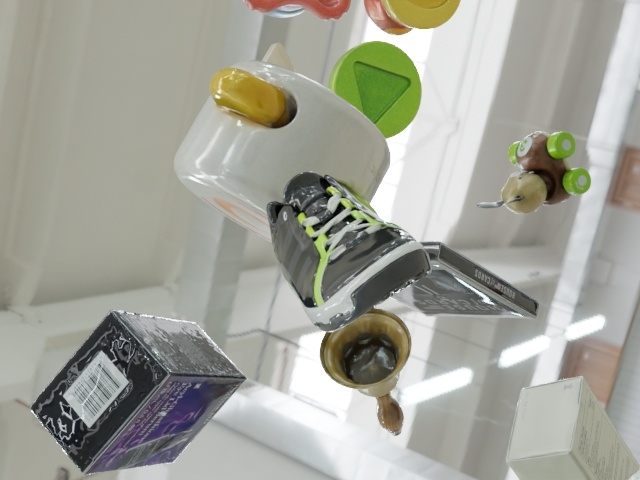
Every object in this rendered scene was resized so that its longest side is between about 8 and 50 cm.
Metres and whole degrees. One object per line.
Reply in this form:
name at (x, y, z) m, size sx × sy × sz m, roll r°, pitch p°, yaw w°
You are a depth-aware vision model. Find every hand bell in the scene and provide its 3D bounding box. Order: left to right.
hand bell at (0.088, 0.215, 1.355) m, size 0.126 × 0.126 × 0.242 m, roll -55°, pitch -34°, yaw -26°

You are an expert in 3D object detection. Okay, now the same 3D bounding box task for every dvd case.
dvd case at (0.145, 0.054, 1.224) m, size 0.239 × 0.179 × 0.029 m, roll 29°, pitch -113°, yaw -43°

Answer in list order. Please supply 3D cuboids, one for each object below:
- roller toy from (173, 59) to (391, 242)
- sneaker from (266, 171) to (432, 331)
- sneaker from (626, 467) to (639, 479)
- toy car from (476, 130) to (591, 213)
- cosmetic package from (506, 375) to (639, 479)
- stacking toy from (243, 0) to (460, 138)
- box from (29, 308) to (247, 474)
roller toy at (-0.036, -0.084, 0.945) m, size 0.209 × 0.191 × 0.146 m, roll 31°, pitch -99°, yaw -15°
sneaker at (0.000, 0.000, 0.686) m, size 0.084 × 0.235 × 0.097 m, roll -31°, pitch -81°, yaw -13°
sneaker at (0.380, 0.314, 1.156) m, size 0.080 × 0.094 × 0.212 m, roll 7°, pitch -76°, yaw -57°
toy car at (0.394, -0.112, 1.846) m, size 0.188 × 0.155 × 0.149 m, roll -30°, pitch -80°, yaw -22°
cosmetic package at (0.424, 0.383, 1.511) m, size 0.309 × 0.113 × 0.160 m, roll 54°, pitch -142°, yaw -22°
stacking toy at (0.014, -0.288, 1.294) m, size 0.309 × 0.130 × 0.279 m, roll 11°, pitch -89°, yaw -22°
box at (-0.206, 0.177, 1.116) m, size 0.153 × 0.108 × 0.207 m, roll -50°, pitch -21°, yaw 8°
